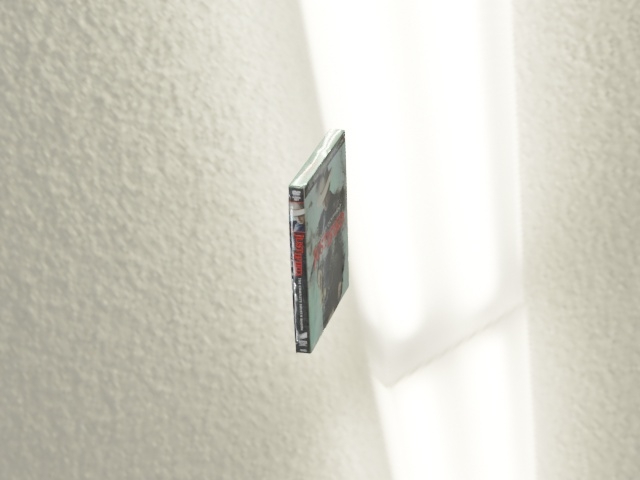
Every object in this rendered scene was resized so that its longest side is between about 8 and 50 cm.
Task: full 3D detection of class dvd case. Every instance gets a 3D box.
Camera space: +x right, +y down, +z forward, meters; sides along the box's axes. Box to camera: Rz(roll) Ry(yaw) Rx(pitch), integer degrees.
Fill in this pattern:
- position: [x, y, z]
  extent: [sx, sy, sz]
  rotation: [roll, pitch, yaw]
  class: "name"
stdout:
- position: [0.000, 0.000, 0.792]
  extent: [0.087, 0.013, 0.119]
  rotation: [-57, -31, -56]
  class: "dvd case"
